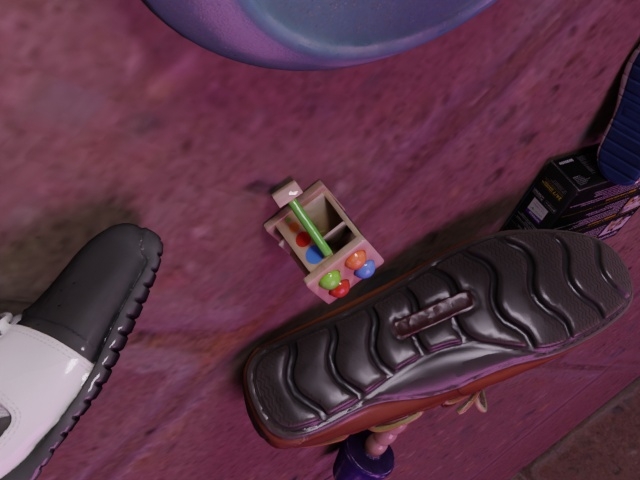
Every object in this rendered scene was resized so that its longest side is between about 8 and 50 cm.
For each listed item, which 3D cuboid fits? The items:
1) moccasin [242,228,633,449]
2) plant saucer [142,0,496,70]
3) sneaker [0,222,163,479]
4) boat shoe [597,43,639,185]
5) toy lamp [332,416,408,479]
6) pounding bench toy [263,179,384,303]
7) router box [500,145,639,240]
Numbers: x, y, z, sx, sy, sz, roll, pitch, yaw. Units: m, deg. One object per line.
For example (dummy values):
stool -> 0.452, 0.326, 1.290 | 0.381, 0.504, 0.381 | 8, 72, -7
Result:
moccasin -> 0.114, 0.099, 0.796 | 0.380, 0.139, 0.147 | -27, 161, -9
plant saucer -> 0.055, -0.191, 0.363 | 0.318, 0.043, 0.317 | -29, 153, -16
sneaker -> -0.217, 0.098, 0.431 | 0.330, 0.146, 0.122 | -53, -173, -18
boat shoe -> 0.301, -0.133, 0.745 | 0.066, 0.066, 0.183 | -39, 158, -35
toy lamp -> 0.098, 0.227, 1.072 | 0.080, 0.080, 0.274 | -9, 141, -44
pounding bench toy -> 0.000, 0.000, 0.584 | 0.052, 0.065, 0.083 | -38, 154, 4
router box -> 0.276, -0.040, 0.876 | 0.179, 0.046, 0.133 | -17, 148, -34
